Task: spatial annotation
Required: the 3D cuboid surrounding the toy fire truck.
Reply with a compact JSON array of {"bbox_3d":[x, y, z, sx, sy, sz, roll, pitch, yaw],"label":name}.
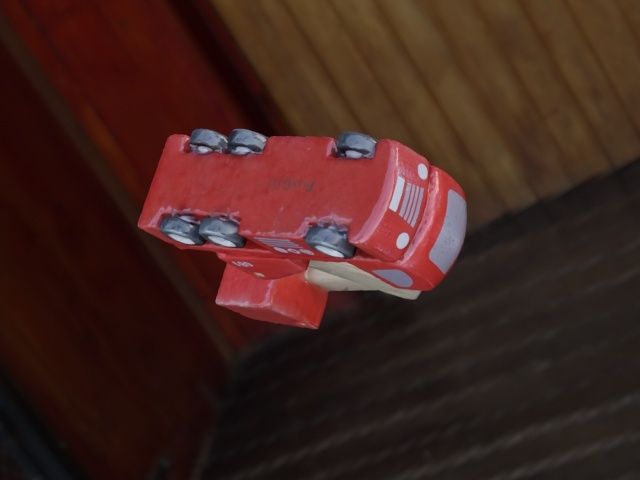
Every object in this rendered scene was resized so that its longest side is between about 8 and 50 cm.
[{"bbox_3d":[0.000,0.000,0.809,0.192,0.135,0.047,4,72,45],"label":"toy fire truck"}]
